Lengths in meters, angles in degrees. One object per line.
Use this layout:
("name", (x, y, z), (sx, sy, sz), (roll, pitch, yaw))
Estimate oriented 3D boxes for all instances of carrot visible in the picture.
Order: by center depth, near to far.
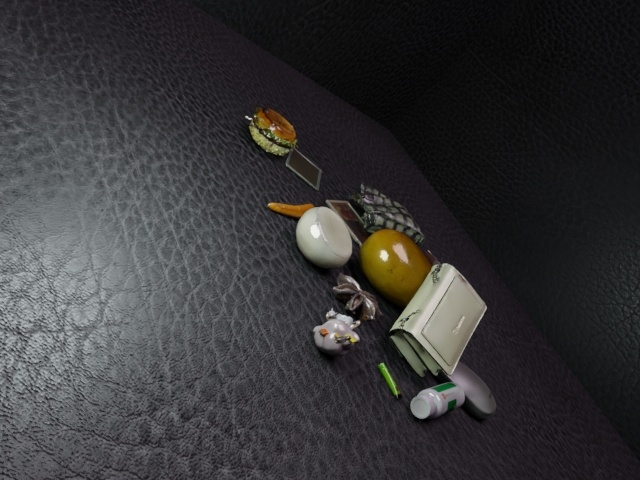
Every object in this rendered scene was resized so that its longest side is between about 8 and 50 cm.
("carrot", (-0.098, -0.114, 1.904), (0.271, 0.062, 0.066), (-5, 87, -55))

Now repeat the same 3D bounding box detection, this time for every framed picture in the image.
("framed picture", (0.157, -0.073, 2.284), (0.289, 0.020, 0.211), (54, 26, 17))
("framed picture", (-0.078, -0.343, 2.339), (0.197, 0.014, 0.252), (38, 25, -15))

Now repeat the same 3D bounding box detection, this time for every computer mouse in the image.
("computer mouse", (0.537, 0.523, 1.864), (0.331, 0.095, 0.197), (45, 20, -1))

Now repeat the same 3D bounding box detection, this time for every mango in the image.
("mango", (0.338, 0.144, 1.985), (0.445, 0.232, 0.300), (46, 21, -15))

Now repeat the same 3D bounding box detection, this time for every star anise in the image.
("star anise", (0.127, 0.208, 1.728), (0.212, 0.073, 0.197), (42, 21, -1))

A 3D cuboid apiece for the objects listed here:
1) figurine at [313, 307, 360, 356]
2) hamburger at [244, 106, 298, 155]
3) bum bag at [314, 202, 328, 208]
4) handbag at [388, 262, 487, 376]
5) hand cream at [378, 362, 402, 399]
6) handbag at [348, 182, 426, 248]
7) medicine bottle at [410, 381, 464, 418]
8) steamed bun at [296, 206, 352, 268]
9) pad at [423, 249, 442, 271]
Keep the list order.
("figurine", (0.050, 0.275, 1.468), (0.138, 0.111, 0.229), (19, 16, 8))
("hamburger", (-0.218, -0.475, 2.174), (0.262, 0.138, 0.243), (32, 26, -28))
("bum bag", (0.021, -0.111, 2.118), (0.109, 0.026, 0.159), (44, 24, -1))
("handbag", (0.415, 0.281, 1.775), (0.236, 0.160, 0.358), (53, 53, -13))
("hand cream", (0.221, 0.446, 1.566), (0.036, 0.023, 0.121), (12, 44, -56))
("handbag", (0.317, -0.106, 2.408), (0.327, 0.162, 0.325), (26, 24, -30))
("medicine bottle", (0.382, 0.522, 1.613), (0.260, 0.095, 0.095), (12, 41, -52))
("steamed bun", (0.000, 0.000, 1.767), (0.232, 0.145, 0.231), (40, 34, -34))
("pad", (0.469, 0.174, 2.132), (0.005, 0.299, 0.202), (-34, 77, -24))
